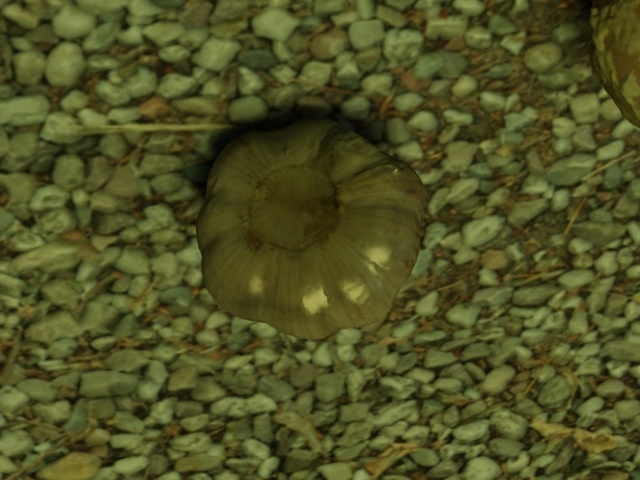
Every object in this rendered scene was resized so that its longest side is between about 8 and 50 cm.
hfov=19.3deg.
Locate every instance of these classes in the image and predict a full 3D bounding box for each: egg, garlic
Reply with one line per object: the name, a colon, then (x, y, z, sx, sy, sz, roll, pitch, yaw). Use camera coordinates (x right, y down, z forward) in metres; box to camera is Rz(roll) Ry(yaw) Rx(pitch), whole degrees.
egg: (0.353, -0.174, 1.662, 0.245, 0.203, 0.203, 21, 124, -8)
garlic: (0.000, 0.000, 1.761, 0.219, 0.218, 0.212, -20, 162, 3)
